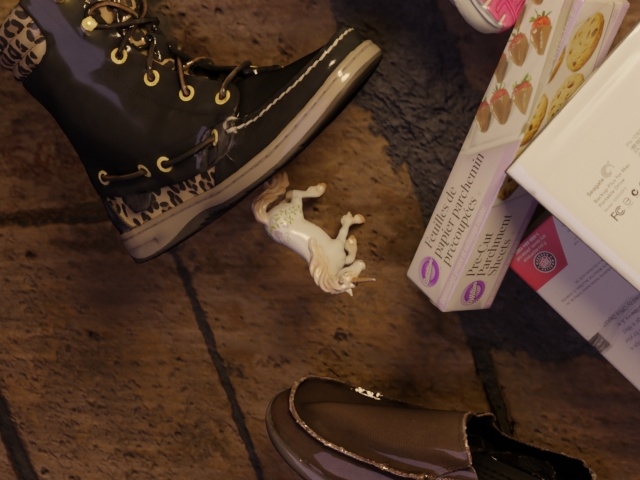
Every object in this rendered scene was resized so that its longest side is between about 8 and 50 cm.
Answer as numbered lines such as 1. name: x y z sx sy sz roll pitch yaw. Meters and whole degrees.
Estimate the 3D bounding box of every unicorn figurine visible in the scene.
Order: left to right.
1. unicorn figurine: 0.000 0.000 1.955 0.162 0.111 0.060 25 129 15

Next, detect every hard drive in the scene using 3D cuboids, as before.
1. hard drive: 0.339 -0.032 1.701 0.307 0.040 0.203 42 94 -2

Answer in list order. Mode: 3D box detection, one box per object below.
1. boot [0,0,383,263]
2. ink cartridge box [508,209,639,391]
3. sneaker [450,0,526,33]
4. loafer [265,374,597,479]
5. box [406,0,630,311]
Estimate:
1. boot: -0.143 -0.168 1.918 0.284 0.138 0.377 51 134 -4
2. ink cartridge box: 0.303 0.033 1.807 0.218 0.092 0.158 45 133 0
3. sneaker: 0.082 -0.280 1.739 0.252 0.103 0.111 54 135 -2
4. loafer: 0.124 0.210 2.020 0.366 0.134 0.130 20 124 6
5. box: 0.172 -0.086 1.765 0.063 0.067 0.324 45 123 39
